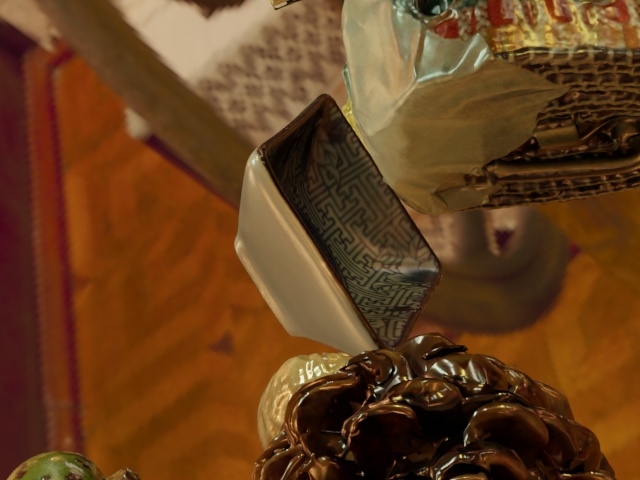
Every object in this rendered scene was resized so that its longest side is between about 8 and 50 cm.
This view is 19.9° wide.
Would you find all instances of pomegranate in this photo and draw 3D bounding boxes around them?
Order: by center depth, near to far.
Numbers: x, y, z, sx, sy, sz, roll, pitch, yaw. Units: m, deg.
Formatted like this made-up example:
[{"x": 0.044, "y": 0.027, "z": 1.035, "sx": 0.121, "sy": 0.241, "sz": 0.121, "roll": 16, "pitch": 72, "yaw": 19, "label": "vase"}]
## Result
[{"x": -0.206, "y": 0.235, "z": 1.588, "sx": 0.161, "sy": 0.122, "sz": 0.122, "roll": -21, "pitch": 40, "yaw": -4, "label": "pomegranate"}]

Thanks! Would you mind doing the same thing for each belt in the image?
[{"x": 0.142, "y": -0.114, "z": 1.167, "sx": 0.257, "sy": 0.207, "sz": 0.150, "roll": -4, "pitch": 65, "yaw": -2, "label": "belt"}]

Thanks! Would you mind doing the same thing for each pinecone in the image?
[{"x": 0.075, "y": 0.177, "z": 1.121, "sx": 0.243, "sy": 0.243, "sz": 0.257, "roll": -57, "pitch": -7, "yaw": -4, "label": "pinecone"}]

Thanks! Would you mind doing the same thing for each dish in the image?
[{"x": 0.000, "y": 0.000, "z": 1.389, "sx": 0.080, "sy": 0.182, "sz": 0.243, "roll": -32, "pitch": 6, "yaw": 19, "label": "dish"}]

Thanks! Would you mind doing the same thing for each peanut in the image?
[{"x": 0.042, "y": 0.214, "z": 1.951, "sx": 0.110, "sy": 0.233, "sz": 0.196, "roll": -48, "pitch": -9, "yaw": -43, "label": "peanut"}]

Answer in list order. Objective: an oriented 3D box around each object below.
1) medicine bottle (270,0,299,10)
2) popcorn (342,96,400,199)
[{"x": -0.040, "y": -0.391, "z": 1.960, "sx": 0.137, "sy": 0.141, "sz": 0.250, "roll": -22, "pitch": 52, "yaw": -6, "label": "medicine bottle"}, {"x": 0.091, "y": -0.115, "z": 1.946, "sx": 0.162, "sy": 0.141, "sz": 0.135, "roll": -44, "pitch": 17, "yaw": -23, "label": "popcorn"}]
